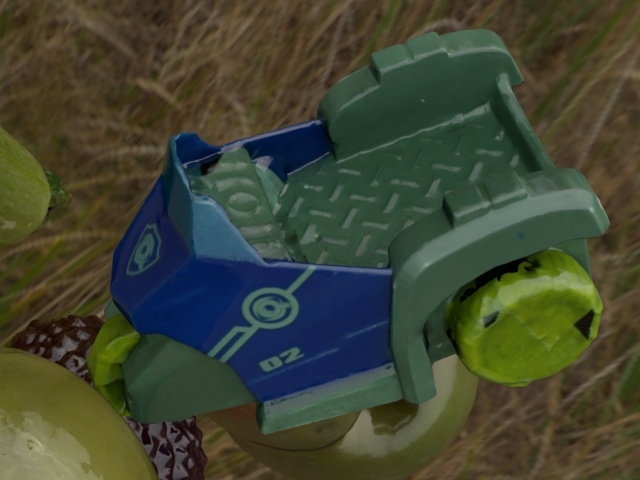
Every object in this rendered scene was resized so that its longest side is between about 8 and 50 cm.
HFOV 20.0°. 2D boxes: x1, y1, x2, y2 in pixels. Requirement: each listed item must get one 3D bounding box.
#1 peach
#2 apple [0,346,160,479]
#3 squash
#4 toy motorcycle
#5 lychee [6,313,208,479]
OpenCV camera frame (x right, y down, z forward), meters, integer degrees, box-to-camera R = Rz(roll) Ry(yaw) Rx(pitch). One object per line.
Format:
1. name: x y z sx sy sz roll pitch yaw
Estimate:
1. peach: -0.005 0.081 1.582 0.292 0.292 0.247 24 96 -14
2. apple: -0.214 0.191 1.061 0.262 0.262 0.262 7 71 -21
3. squash: -0.275 -0.042 1.412 0.287 0.137 0.137 37 53 -55
4. toy motorcycle: 0.000 0.000 1.121 0.326 0.200 0.191 -19 46 -5
5. lychee: -0.169 0.145 1.313 0.188 0.188 0.188 7 71 -21
